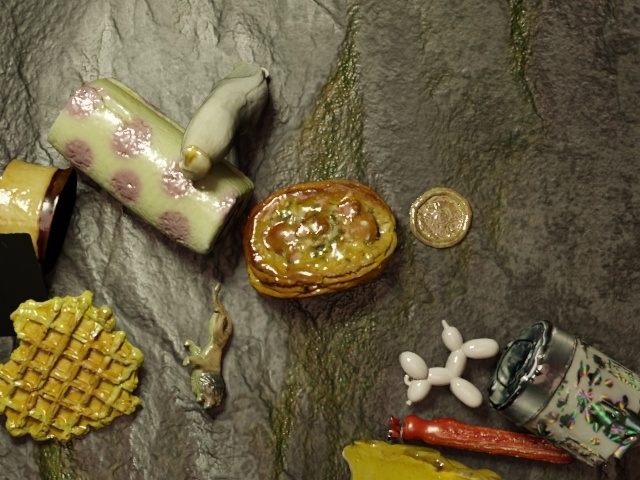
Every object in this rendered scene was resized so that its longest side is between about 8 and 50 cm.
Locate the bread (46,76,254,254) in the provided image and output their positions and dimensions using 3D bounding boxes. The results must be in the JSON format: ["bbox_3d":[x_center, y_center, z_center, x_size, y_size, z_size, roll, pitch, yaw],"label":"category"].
[{"bbox_3d":[-0.283,-0.125,1.902,0.338,0.187,0.155,36,104,1],"label":"bread"}]

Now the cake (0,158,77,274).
[{"bbox_3d":[-0.518,-0.050,1.886,0.178,0.185,0.207,18,97,-3],"label":"cake"}]

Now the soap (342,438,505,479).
[{"bbox_3d":[0.187,0.425,1.797,0.305,0.338,0.169,12,84,-2],"label":"soap"}]

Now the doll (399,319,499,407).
[{"bbox_3d":[0.215,0.223,1.952,0.160,0.059,0.161,20,86,0],"label":"doll"}]

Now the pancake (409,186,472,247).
[{"bbox_3d":[0.212,-0.041,1.996,0.115,0.011,0.114,0,84,-3],"label":"pancake"}]

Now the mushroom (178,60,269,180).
[{"bbox_3d":[-0.158,-0.208,1.870,0.097,0.351,0.109,24,122,2],"label":"mushroom"}]

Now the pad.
[{"bbox_3d":[-0.537,0.076,1.868,0.160,0.265,0.009,-1,48,-2],"label":"pad"}]

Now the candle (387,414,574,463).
[{"bbox_3d":[0.280,0.343,1.953,0.329,0.048,0.051,8,100,-2],"label":"candle"}]

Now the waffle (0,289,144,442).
[{"bbox_3d":[-0.441,0.216,1.909,0.291,0.051,0.291,-1,104,-5],"label":"waffle"}]

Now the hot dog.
[{"bbox_3d":[0.000,0.000,1.933,0.272,0.122,0.196,-10,80,-1],"label":"hot dog"}]

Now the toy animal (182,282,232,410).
[{"bbox_3d":[-0.198,0.180,1.942,0.086,0.069,0.219,8,91,-22],"label":"toy animal"}]

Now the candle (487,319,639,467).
[{"bbox_3d":[0.456,0.284,1.894,0.330,0.187,0.187,32,86,-1],"label":"candle"}]
